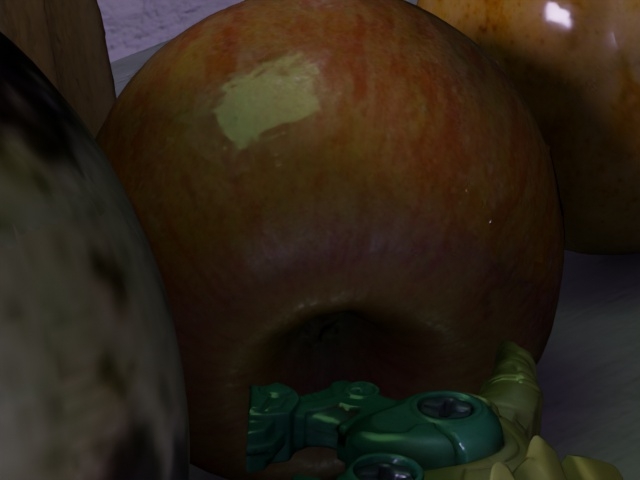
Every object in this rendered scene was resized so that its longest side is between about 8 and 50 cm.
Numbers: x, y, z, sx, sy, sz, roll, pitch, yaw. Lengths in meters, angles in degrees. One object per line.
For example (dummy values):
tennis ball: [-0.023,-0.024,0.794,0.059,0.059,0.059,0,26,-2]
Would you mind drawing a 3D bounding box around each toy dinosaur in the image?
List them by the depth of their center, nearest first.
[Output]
toy dinosaur: [0.037,0.086,0.569,0.153,0.094,0.259,4,21,-2]

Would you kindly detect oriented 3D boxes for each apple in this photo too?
apple: [0.000,0.000,0.758,0.211,0.211,0.188,-18,41,11]

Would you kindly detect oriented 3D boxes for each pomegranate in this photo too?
pomegranate: [0.153,-0.107,0.900,0.233,0.233,0.233,-19,14,5]

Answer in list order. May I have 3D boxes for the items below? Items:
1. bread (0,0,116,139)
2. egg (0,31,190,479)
bread: [-0.237,0.005,0.828,0.279,0.279,0.207,-7,4,7]
egg: [-0.239,0.077,0.513,0.428,0.345,0.345,-20,13,26]
